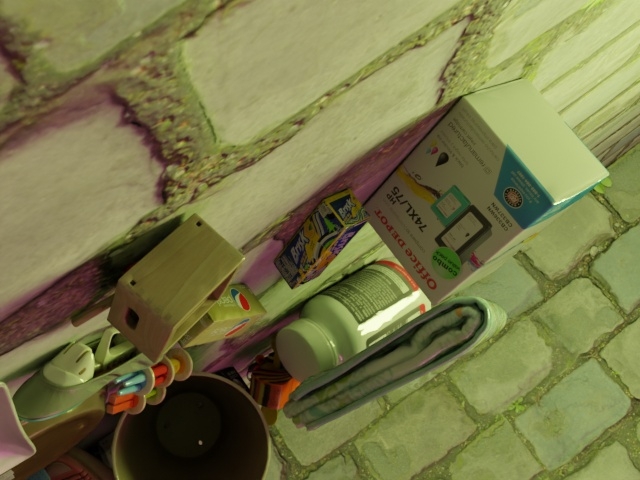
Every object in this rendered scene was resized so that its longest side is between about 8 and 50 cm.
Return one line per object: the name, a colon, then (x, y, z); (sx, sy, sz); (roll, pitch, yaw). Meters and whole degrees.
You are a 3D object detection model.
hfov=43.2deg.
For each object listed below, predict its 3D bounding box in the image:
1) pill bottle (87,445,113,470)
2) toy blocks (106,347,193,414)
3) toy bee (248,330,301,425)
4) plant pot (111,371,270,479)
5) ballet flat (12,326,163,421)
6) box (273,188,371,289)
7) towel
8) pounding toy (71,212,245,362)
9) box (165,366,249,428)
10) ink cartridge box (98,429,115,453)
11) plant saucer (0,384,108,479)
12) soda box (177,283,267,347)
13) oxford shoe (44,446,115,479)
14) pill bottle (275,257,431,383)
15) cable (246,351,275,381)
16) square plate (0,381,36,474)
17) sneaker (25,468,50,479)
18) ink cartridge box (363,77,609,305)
pill bottle: (-0.481, 0.506, 1.510); (0.246, 0.130, 0.130); (-34, 167, -11)
toy blocks: (-0.274, 0.220, 1.210); (0.123, 0.054, 0.148); (-43, 167, 22)
toy bee: (-0.092, 0.305, 1.763); (0.298, 0.162, 0.195); (44, 60, -62)
plant pot: (-0.234, 0.350, 1.443); (0.256, 0.256, 0.274); (-34, -177, -11)
ballet flat: (-0.269, 0.140, 0.952); (0.213, 0.072, 0.068); (-22, 133, -51)
box: (0.000, 0.000, 1.163); (0.059, 0.054, 0.169); (-25, 163, -42)
towel: (0.140, 0.202, 1.404); (0.375, 0.090, 0.320); (-29, 170, 13)
pounding toy: (-0.172, 0.053, 0.842); (0.130, 0.100, 0.141); (-46, 177, -33)
box: (-0.256, 0.357, 1.700); (0.180, 0.077, 0.147); (-41, 166, 17)
ink cartridge box: (-0.389, 0.381, 1.540); (0.048, 0.028, 0.083); (-36, 168, -8)
plant saucer: (-0.411, 0.287, 1.121); (0.278, 0.041, 0.278); (-35, 168, -8)
soda box: (-0.145, 0.102, 1.129); (0.061, 0.058, 0.181); (-40, 168, 14)
oxford shoe: (-0.334, 0.484, 1.447); (0.141, 0.397, 0.146); (-21, -152, 28)
pill bottle: (0.067, 0.172, 1.683); (0.319, 0.176, 0.176); (-27, 164, -37)
cable: (-0.094, 0.273, 1.937); (0.150, 0.047, 0.184); (-48, 161, 25)
square plate: (-0.468, 0.258, 0.808); (0.344, 0.049, 0.347); (-29, 165, -24)
sneaker: (-0.527, 0.444, 1.167); (0.316, 0.127, 0.182); (-28, 167, -29)
ink cartridge box: (0.242, -0.072, 1.229); (0.197, 0.198, 0.270); (-23, 161, -46)
